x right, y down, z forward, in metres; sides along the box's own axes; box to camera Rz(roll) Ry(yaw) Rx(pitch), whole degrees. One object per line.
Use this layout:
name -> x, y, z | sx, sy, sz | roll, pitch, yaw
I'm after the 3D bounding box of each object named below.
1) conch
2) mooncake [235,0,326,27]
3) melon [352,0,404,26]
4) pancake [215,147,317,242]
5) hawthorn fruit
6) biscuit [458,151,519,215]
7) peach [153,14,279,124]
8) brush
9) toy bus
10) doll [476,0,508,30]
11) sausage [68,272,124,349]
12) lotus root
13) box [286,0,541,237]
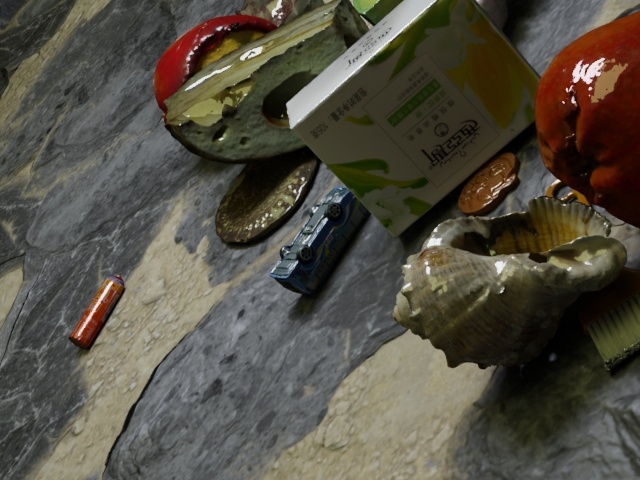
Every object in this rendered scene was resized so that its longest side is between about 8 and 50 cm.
conch -> 0.186, 0.035, 1.391 | 0.245, 0.163, 0.178 | -20, 56, 26
mooncake -> -0.075, -0.383, 2.326 | 0.125, 0.073, 0.130 | -48, 46, -1
melon -> 0.129, -0.403, 2.119 | 0.209, 0.064, 0.118 | -46, 28, -4
pancake -> -0.079, -0.072, 2.019 | 0.199, 0.021, 0.199 | -33, 32, 24
hawthorn fruit -> 0.356, -0.137, 1.352 | 0.299, 0.211, 0.211 | -31, 30, 1
biscuit -> 0.198, -0.067, 1.650 | 0.078, 0.015, 0.091 | -6, 49, 50
peach -> -0.144, -0.250, 2.165 | 0.226, 0.196, 0.189 | -22, 75, 32
brush -> 0.281, 0.016, 1.439 | 0.090, 0.017, 0.314 | -36, 30, 14
toy bus -> 0.000, 0.000, 1.783 | 0.051, 0.061, 0.153 | 2, 53, 56
doll -> 0.185, -0.266, 1.837 | 0.149, 0.095, 0.192 | -21, 39, 48
sausage -> -0.333, 0.102, 2.126 | 0.034, 0.034, 0.129 | -4, 50, 51
lotus root -> -0.061, -0.209, 2.019 | 0.314, 0.142, 0.210 | -27, 23, 7
box -> 0.118, -0.164, 1.682 | 0.260, 0.194, 0.111 | -42, 19, 10
